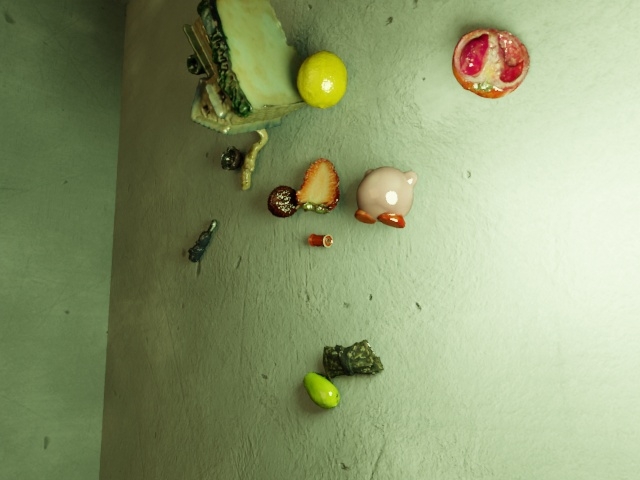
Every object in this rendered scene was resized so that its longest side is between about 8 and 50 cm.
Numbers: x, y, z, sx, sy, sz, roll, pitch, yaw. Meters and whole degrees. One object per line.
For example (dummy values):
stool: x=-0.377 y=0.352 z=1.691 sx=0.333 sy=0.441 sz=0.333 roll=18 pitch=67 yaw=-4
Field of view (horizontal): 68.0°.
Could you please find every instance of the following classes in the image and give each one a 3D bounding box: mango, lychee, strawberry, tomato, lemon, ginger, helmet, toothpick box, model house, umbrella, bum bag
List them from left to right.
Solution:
umbrella: x=-0.550 y=0.003 z=2.211 sx=0.248 sy=0.070 sz=0.071 roll=-52 pitch=49 yaw=28
model house: x=-0.332 y=-0.617 z=1.761 sx=0.399 sy=0.395 sz=0.446 roll=-18 pitch=99 yaw=44
helmet: x=-0.384 y=-0.359 z=2.100 sx=0.123 sy=0.070 sz=0.098 roll=-22 pitch=73 yaw=35
ginger: x=-0.285 y=-0.347 z=1.991 sx=0.089 sy=0.075 sz=0.288 roll=-116 pitch=45 yaw=-61
lychee: x=-0.143 y=-0.143 z=1.768 sx=0.129 sy=0.123 sz=0.124 roll=7 pitch=87 yaw=56
mango: x=-0.006 y=0.482 z=1.531 sx=0.165 sy=0.074 sz=0.091 roll=19 pitch=98 yaw=47
toothpick box: x=0.000 y=0.000 z=1.638 sx=0.083 sy=0.047 sz=0.047 roll=4 pitch=85 yaw=48
lemon: x=0.007 y=-0.557 z=1.641 sx=0.178 sy=0.178 sz=0.203 roll=1 pitch=88 yaw=47
strawberry: x=0.012 y=-0.176 z=1.648 sx=0.167 sy=0.087 sz=0.208 roll=14 pitch=67 yaw=28
bum bag: x=0.088 y=0.365 z=1.456 sx=0.247 sy=0.069 sz=0.102 roll=-23 pitch=102 yaw=41
tomato: x=0.433 y=-0.448 z=1.231 sx=0.189 sy=0.099 sz=0.174 roll=17 pitch=78 yaw=9

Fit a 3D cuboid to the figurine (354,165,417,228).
figurine: x=0.187 y=-0.132 z=1.376 sx=0.173 sy=0.173 sz=0.174 roll=-11 pitch=74 yaw=45
